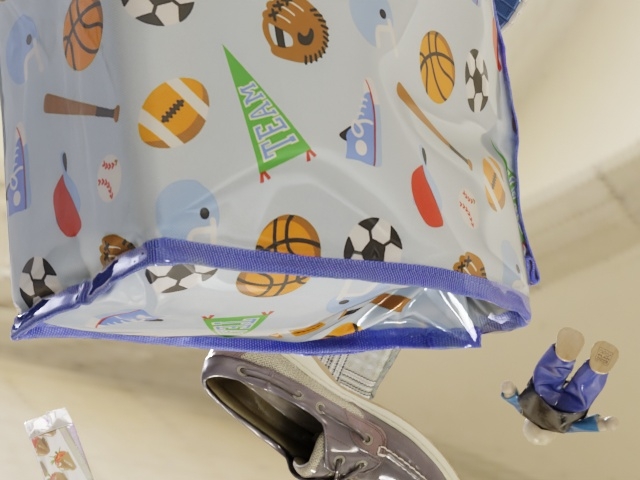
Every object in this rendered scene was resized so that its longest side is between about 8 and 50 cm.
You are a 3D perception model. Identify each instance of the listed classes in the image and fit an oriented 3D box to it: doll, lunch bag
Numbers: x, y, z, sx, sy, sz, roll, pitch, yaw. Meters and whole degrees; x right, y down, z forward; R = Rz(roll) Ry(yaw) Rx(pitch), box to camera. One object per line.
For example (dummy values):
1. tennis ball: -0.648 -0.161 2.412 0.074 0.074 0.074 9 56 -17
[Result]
1. doll: 0.253 0.165 2.003 0.189 0.129 0.046 111 0 -55
2. lunch bag: -0.024 -0.091 1.337 0.239 0.385 0.327 -24 -111 51

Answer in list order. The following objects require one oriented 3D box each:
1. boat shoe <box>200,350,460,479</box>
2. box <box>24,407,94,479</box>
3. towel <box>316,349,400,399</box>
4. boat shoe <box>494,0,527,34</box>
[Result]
1. boat shoe: 0.006 0.187 1.805 0.103 0.285 0.092 -44 -172 46
2. box: -0.318 0.383 2.597 0.067 0.063 0.324 -134 -154 -69
3. towel: 0.000 0.000 2.386 0.312 0.056 0.324 33 -66 15
4. boat shoe: 0.196 -0.267 1.977 0.183 0.066 0.066 -47 177 21
